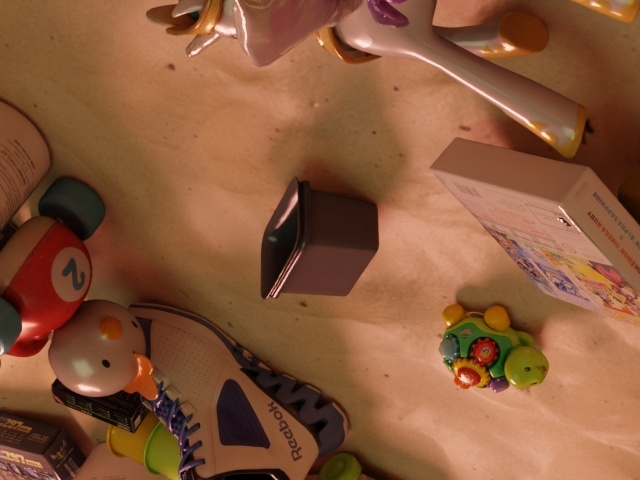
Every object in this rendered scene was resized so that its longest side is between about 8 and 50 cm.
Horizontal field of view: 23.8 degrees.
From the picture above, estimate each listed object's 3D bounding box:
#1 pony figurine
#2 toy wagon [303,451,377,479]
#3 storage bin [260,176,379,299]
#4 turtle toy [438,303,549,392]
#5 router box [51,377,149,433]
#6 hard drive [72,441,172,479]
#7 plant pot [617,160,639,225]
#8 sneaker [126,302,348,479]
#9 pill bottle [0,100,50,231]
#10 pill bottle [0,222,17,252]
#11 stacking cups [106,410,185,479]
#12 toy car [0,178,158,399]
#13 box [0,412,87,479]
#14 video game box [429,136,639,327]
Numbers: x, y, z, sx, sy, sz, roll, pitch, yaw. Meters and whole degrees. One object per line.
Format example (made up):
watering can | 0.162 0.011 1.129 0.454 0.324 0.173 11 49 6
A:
pony figurine | 0.047 -0.211 1.117 0.364 0.302 0.351 12 152 1
toy wagon | 0.026 0.395 1.994 0.344 0.068 0.267 -14 125 45
storage bin | 0.000 0.000 1.530 0.091 0.098 0.135 9 148 -16
turtle toy | 0.176 0.119 1.552 0.130 0.066 0.095 1 135 35
router box | -0.268 0.182 1.933 0.122 0.092 0.038 20 143 17
hard drive | -0.313 0.410 2.013 0.233 0.353 0.047 -14 124 45
plant pot | 0.299 -0.030 1.277 0.083 0.081 0.081 23 146 34
sneaker | -0.139 0.215 1.801 0.316 0.182 0.127 28 143 5
pill bottle | -0.407 -0.040 1.649 0.131 0.229 0.131 20 143 16
pill bottle | -0.468 0.074 1.816 0.130 0.245 0.130 20 143 15
stacking cups | -0.122 0.292 1.916 0.316 0.096 0.096 22 145 28
toy car | -0.273 0.097 1.726 0.238 0.219 0.210 34 144 -5
box | -0.429 0.337 2.253 0.233 0.059 0.183 5 138 39
video game box | 0.212 -0.004 1.314 0.187 0.048 0.205 47 168 -27
